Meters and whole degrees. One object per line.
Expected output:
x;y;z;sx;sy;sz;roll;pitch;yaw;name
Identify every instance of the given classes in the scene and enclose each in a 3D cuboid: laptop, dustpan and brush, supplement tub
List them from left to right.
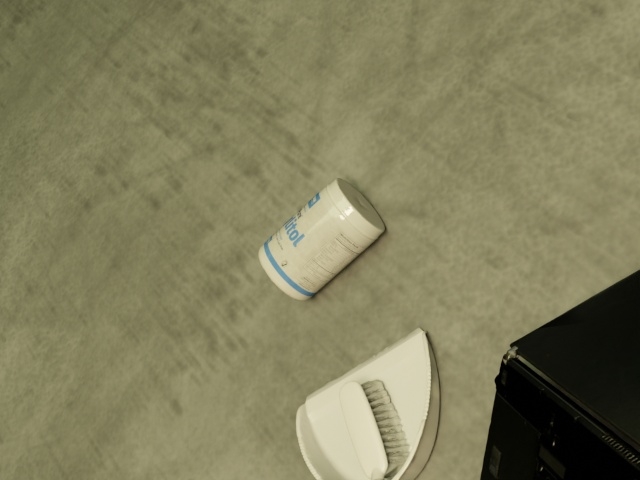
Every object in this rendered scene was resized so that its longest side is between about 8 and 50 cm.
0.000;0.000;0.869;0.107;0.071;0.071;-43;49;15;supplement tub
0.048;0.183;0.751;0.147;0.060;0.211;-35;52;22;dustpan and brush
0.211;0.143;0.588;0.234;0.137;0.264;-135;53;-78;laptop
